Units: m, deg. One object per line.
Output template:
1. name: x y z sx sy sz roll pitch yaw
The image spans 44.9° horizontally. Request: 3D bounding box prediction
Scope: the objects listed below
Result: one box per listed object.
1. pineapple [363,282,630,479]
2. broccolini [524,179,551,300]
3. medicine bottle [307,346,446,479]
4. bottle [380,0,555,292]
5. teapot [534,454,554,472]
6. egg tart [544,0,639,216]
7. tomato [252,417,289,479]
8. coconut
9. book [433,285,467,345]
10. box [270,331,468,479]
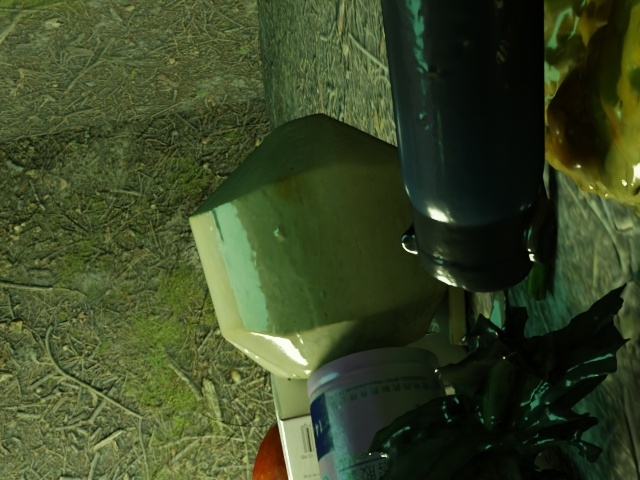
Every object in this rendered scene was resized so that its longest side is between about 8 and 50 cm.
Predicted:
1. pineapple: 0.114 0.189 0.580 0.165 0.165 0.365 -120 39 -70
2. broccolini: 0.177 -0.056 0.656 0.054 0.051 0.239 33 142 57
3. medicine bottle: 0.077 0.255 0.807 0.152 0.152 0.254 92 169 -61
4. bottle: 0.068 -0.087 0.351 0.072 0.082 0.245 -46 -42 -42
5. teapot: 0.197 0.265 0.759 0.145 0.092 0.226 91 169 -47
6. egg tart: 0.144 -0.174 0.353 0.341 0.128 0.342 168 90 -83
7. tomato: 0.051 0.401 1.232 0.325 0.289 0.293 23 140 42
8. coconut: 0.000 0.000 0.935 0.323 0.322 0.323 169 90 -83
9. book: 0.141 -0.031 1.018 0.201 0.026 0.290 -118 19 -66
10. box: 0.074 0.244 1.036 0.111 0.260 0.195 -112 13 -54
